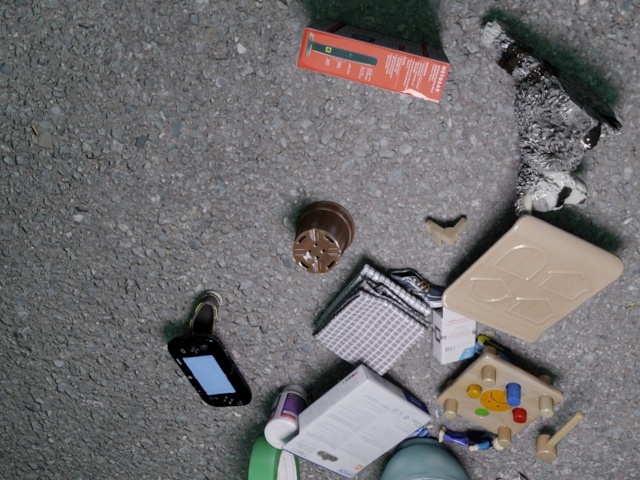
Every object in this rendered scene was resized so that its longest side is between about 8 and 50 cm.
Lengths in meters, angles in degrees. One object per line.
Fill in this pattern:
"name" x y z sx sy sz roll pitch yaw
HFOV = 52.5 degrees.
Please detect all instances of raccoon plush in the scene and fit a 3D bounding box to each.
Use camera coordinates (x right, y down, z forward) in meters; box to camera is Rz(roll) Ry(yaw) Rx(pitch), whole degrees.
"raccoon plush" 0.492 -0.273 1.563 0.446 0.216 0.299 54 129 19

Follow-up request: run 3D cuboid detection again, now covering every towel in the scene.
"towel" 0.139 0.236 1.782 0.235 0.121 0.284 35 128 -5

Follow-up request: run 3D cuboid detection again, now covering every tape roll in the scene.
"tape roll" -0.134 0.738 1.947 0.077 0.321 0.321 -5 111 12

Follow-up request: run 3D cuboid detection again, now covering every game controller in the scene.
"game controller" -0.327 0.393 1.937 0.166 0.067 0.319 -15 126 12

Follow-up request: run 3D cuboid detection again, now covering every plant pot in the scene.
"plant pot" 0.000 0.000 1.713 0.167 0.165 0.167 3 113 8
"plant pot" 0.306 0.717 1.926 0.293 0.196 0.293 1 123 2

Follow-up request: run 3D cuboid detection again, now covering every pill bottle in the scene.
"pill bottle" -0.094 0.515 1.920 0.108 0.193 0.108 3 113 8

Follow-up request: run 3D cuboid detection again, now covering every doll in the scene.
"doll" 0.448 0.590 1.911 0.189 0.129 0.046 5 92 18

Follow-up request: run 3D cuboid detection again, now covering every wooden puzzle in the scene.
"wooden puzzle" 0.532 0.095 1.664 0.322 0.080 0.348 22 130 -16

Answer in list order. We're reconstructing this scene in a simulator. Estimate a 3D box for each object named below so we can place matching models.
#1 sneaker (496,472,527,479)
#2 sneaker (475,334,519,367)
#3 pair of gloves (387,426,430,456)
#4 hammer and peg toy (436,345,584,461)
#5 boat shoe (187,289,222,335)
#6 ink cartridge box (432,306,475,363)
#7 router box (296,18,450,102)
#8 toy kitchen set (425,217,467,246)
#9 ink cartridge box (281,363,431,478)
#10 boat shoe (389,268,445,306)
"sneaker" 0.556 0.777 2.003 0.192 0.064 0.086 -27 98 17
"sneaker" 0.494 0.325 1.832 0.144 0.053 0.059 32 119 1
"pair of gloves" 0.236 0.591 1.994 0.159 0.023 0.198 -41 100 21
"hammer and peg toy" 0.542 0.456 1.805 0.361 0.127 0.266 28 130 -6
"boat shoe" -0.353 0.257 1.923 0.081 0.069 0.228 19 113 0
"ink cartridge box" 0.369 0.241 1.791 0.104 0.060 0.180 -10 112 -16
"router box" 0.123 -0.407 1.435 0.301 0.335 0.082 15 113 2
"toy kitchen set" 0.334 -0.030 1.727 0.083 0.075 0.068 34 160 29
"ink cartridge box" 0.101 0.529 1.863 0.330 0.071 0.324 -40 129 15
"boat shoe" 0.275 0.129 1.775 0.183 0.065 0.083 4 117 10
